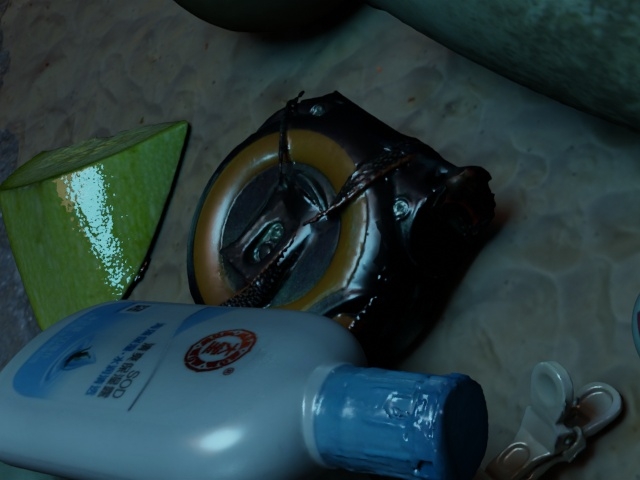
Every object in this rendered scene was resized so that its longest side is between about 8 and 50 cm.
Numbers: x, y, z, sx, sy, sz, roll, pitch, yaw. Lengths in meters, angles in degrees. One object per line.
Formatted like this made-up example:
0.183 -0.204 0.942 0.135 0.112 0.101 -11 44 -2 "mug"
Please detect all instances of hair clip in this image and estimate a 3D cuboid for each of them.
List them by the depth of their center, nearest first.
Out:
0.097 0.167 0.646 0.226 0.072 0.034 -50 40 3 "hair clip"

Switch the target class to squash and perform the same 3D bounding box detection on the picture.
-0.247 -0.012 1.089 0.237 0.155 0.204 -10 20 37 "squash"

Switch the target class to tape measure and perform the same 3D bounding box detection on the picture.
0.000 0.000 0.790 0.202 0.135 0.222 38 95 38 "tape measure"

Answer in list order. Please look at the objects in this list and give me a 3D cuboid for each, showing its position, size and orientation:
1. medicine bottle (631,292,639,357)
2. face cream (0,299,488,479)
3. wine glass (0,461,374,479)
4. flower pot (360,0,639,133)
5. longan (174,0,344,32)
0.245 0.018 0.524 0.216 0.091 0.090 119 165 -64 "medicine bottle"
-0.058 0.100 0.651 0.337 0.080 0.163 1 30 37 "face cream"
-0.115 0.204 0.755 0.321 0.143 0.143 -11 56 33 "wine glass"
0.183 -0.223 0.684 0.293 0.294 0.330 -47 49 5 "flower pot"
-0.065 -0.320 0.966 0.258 0.258 0.258 -21 51 29 "longan"
